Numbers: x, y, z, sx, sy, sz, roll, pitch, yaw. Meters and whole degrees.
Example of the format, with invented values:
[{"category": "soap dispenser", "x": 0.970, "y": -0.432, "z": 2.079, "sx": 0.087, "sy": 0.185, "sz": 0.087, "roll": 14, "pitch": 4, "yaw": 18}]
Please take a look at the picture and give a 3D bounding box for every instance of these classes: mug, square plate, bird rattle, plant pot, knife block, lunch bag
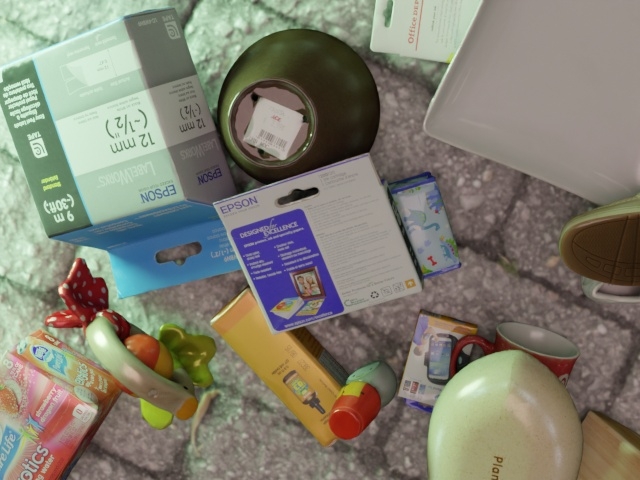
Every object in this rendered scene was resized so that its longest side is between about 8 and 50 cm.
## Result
[{"category": "mug", "x": 0.249, "y": 0.200, "z": 1.709, "sx": 0.150, "sy": 0.113, "sz": 0.169, "roll": 25, "pitch": 109, "yaw": 35}, {"category": "square plate", "x": 0.342, "y": -0.231, "z": 1.605, "sx": 0.347, "sy": 0.049, "sz": 0.344, "roll": 21, "pitch": 103, "yaw": -13}, {"category": "bird rattle", "x": -0.239, "y": 0.140, "z": 1.692, "sx": 0.143, "sy": 0.207, "sz": 0.253, "roll": -43, "pitch": 119, "yaw": -1}, {"category": "plant pot", "x": -0.041, "y": -0.153, "z": 1.611, "sx": 0.215, "sy": 0.230, "sz": 0.215, "roll": 1, "pitch": 100, "yaw": 7}, {"category": "knife block", "x": 0.444, "y": 0.344, "z": 1.627, "sx": 0.275, "sy": 0.242, "sz": 0.088, "roll": 30, "pitch": 101, "yaw": 2}, {"category": "lunch bag", "x": 0.092, "y": -0.007, "z": 1.688, "sx": 0.151, "sy": 0.096, "sz": 0.129, "roll": -18, "pitch": 97, "yaw": 0}]

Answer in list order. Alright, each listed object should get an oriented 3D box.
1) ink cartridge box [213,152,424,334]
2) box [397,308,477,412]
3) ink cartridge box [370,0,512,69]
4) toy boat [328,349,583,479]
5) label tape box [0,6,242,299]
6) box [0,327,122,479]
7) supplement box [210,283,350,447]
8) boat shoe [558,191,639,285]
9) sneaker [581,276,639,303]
[{"category": "ink cartridge box", "x": 0.000, "y": 0.000, "z": 1.607, "sx": 0.206, "sy": 0.045, "sz": 0.208, "roll": -17, "pitch": 119, "yaw": 11}, {"category": "box", "x": 0.155, "y": 0.169, "z": 1.744, "sx": 0.081, "sy": 0.028, "sz": 0.136, "roll": 14, "pitch": 99, "yaw": 4}, {"category": "ink cartridge box", "x": 0.160, "y": -0.280, "z": 1.649, "sx": 0.181, "sy": 0.061, "sz": 0.104, "roll": 9, "pitch": 101, "yaw": 5}, {"category": "toy boat", "x": 0.171, "y": 0.233, "z": 1.624, "sx": 0.318, "sy": 0.148, "sz": 0.268, "roll": 16, "pitch": 114, "yaw": 14}, {"category": "label tape box", "x": -0.254, "y": -0.095, "z": 1.667, "sx": 0.249, "sy": 0.115, "sz": 0.348, "roll": -13, "pitch": 97, "yaw": 34}, {"category": "box", "x": -0.419, "y": 0.291, "z": 1.779, "sx": 0.154, "sy": 0.142, "sz": 0.300, "roll": 33, "pitch": 102, "yaw": 1}, {"category": "supplement box", "x": -0.038, "y": 0.164, "z": 1.744, "sx": 0.078, "sy": 0.080, "sz": 0.233, "roll": -42, "pitch": 91, "yaw": 13}, {"category": "boat shoe", "x": 0.431, "y": -0.020, "z": 1.609, "sx": 0.302, "sy": 0.098, "sz": 0.109, "roll": -8, "pitch": 123, "yaw": -9}, {"category": "sneaker", "x": 0.442, "y": 0.048, "z": 1.653, "sx": 0.212, "sy": 0.094, "sz": 0.080, "roll": -14, "pitch": 96, "yaw": 9}]
